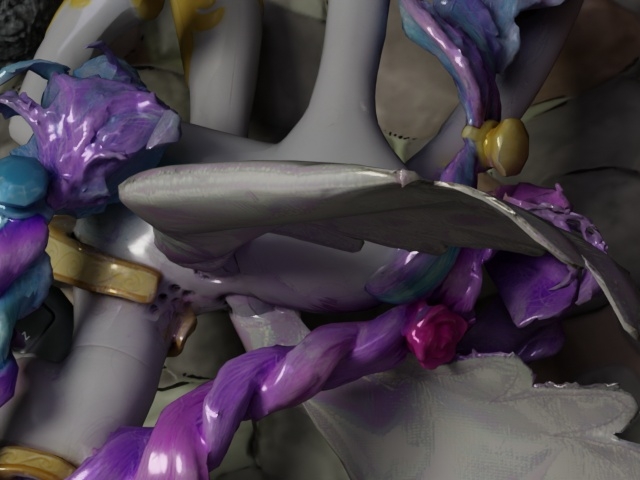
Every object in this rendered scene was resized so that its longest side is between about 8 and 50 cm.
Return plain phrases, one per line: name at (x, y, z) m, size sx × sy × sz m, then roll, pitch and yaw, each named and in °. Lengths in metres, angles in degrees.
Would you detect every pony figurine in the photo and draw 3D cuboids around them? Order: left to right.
pony figurine at (0.000, 0.000, 0.684) m, size 0.351 × 0.303 × 0.363 m, roll -1°, pitch 53°, yaw 29°

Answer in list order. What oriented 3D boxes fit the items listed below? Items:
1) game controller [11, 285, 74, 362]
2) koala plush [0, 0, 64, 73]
game controller at (-0.246, 0.119, 0.807) m, size 0.319 × 0.067 × 0.166 m, roll -46°, pitch 47°, yaw -8°
koala plush at (-0.228, -0.181, 0.860) m, size 0.221 × 0.196 × 0.203 m, roll 0°, pitch 74°, yaw 9°
